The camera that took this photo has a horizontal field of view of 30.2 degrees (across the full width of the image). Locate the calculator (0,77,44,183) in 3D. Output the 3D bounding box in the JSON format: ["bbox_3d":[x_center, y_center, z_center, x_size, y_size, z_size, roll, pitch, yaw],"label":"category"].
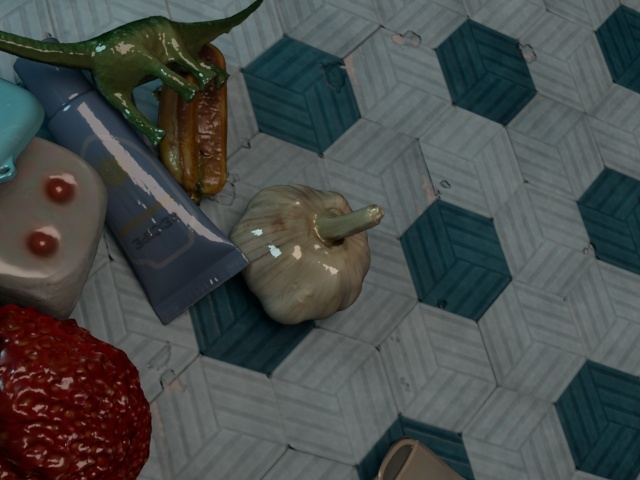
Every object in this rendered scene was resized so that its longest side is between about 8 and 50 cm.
[{"bbox_3d":[-0.477,-0.108,1.289,0.386,0.054,0.256,14,53,26],"label":"calculator"}]

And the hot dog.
[{"bbox_3d":[-0.177,-0.160,1.603,0.104,0.076,0.250,16,64,-42],"label":"hot dog"}]

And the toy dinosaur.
[{"bbox_3d":[-0.274,-0.265,1.507,0.300,0.087,0.447,37,45,2],"label":"toy dinosaur"}]

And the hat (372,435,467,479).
[{"bbox_3d":[0.126,0.374,1.521,0.219,0.164,0.226,33,17,14],"label":"hat"}]

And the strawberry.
[{"bbox_3d":[-0.295,0.208,1.279,0.257,0.261,0.261,17,62,-15],"label":"strawberry"}]

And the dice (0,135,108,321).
[{"bbox_3d":[-0.363,-0.006,1.365,0.193,0.194,0.192,20,60,-20],"label":"dice"}]

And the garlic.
[{"bbox_3d":[0.000,0.000,1.532,0.199,0.226,0.199,12,65,-28],"label":"garlic"}]

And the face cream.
[{"bbox_3d":[-0.256,-0.087,1.518,0.135,0.086,0.385,-36,88,1],"label":"face cream"}]
